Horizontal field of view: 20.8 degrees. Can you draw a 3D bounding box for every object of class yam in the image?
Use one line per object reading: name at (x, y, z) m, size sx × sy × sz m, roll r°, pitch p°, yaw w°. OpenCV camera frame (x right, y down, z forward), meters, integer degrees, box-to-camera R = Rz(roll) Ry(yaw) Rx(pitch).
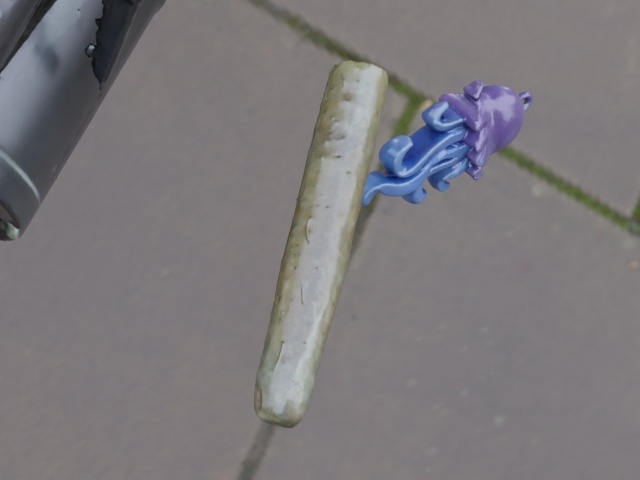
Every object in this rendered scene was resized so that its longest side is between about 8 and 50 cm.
yam at (0.000, 0.000, 0.528) m, size 0.021 × 0.021 × 0.116 m, roll 18°, pitch 76°, yaw -18°

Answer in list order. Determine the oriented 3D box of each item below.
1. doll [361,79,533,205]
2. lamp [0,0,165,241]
doll at (0.118, -0.090, 1.620) m, size 0.206 × 0.110 × 0.067 m, roll -29°, pitch 52°, yaw -22°
lamp at (-0.237, -0.130, 1.122) m, size 0.205 × 0.374 × 0.272 m, roll 34°, pitch 92°, yaw -16°
